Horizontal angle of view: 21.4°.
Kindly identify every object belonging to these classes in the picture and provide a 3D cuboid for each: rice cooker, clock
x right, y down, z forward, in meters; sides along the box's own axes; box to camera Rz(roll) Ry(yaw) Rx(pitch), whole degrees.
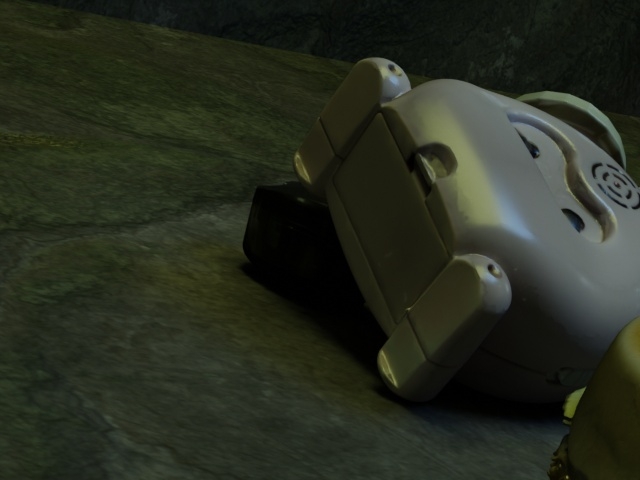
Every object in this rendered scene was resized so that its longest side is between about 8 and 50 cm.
[{"bbox_3d":[0.000,0.000,1.602,0.112,0.106,0.165,2,23,-45],"label":"rice cooker"},{"bbox_3d":[0.175,-0.002,1.495,0.326,0.184,0.342,9,50,-37],"label":"clock"}]

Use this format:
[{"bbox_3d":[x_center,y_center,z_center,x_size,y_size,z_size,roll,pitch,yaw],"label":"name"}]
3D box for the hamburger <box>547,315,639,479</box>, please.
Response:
[{"bbox_3d":[0.304,0.167,1.149,0.302,0.170,0.302,14,18,-5],"label":"hamburger"}]
